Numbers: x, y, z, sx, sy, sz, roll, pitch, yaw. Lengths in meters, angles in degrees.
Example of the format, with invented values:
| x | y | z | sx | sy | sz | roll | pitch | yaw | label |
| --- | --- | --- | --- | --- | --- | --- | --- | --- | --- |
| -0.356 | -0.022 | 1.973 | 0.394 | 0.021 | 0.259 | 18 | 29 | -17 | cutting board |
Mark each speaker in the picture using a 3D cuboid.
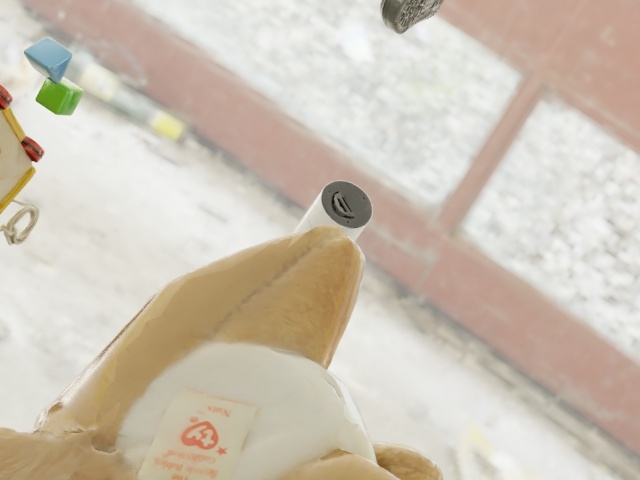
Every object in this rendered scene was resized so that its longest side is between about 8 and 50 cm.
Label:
| x | y | z | sx | sy | sz | roll | pitch | yaw | label |
| --- | --- | --- | --- | --- | --- | --- | --- | --- | --- |
| 0.000 | 0.000 | 1.590 | 0.055 | 0.136 | 0.055 | 13 | 54 | -18 | speaker |

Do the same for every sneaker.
| x | y | z | sx | sy | sz | roll | pitch | yaw | label |
| --- | --- | --- | --- | --- | --- | --- | --- | --- | --- |
| 0.055 | -0.220 | 1.376 | 0.089 | 0.051 | 0.170 | 35 | 20 | 9 | sneaker |

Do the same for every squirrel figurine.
| x | y | z | sx | sy | sz | roll | pitch | yaw | label |
| --- | --- | --- | --- | --- | --- | --- | --- | --- | --- |
| -0.089 | 0.251 | 1.102 | 0.397 | 0.370 | 0.281 | -18 | 48 | -12 | squirrel figurine |

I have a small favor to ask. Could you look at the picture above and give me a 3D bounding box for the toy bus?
| x | y | z | sx | sy | sz | roll | pitch | yaw | label |
| --- | --- | --- | --- | --- | --- | --- | --- | --- | --- |
| -0.310 | -0.086 | 1.380 | 0.104 | 0.202 | 0.191 | 34 | 29 | 19 | toy bus |
